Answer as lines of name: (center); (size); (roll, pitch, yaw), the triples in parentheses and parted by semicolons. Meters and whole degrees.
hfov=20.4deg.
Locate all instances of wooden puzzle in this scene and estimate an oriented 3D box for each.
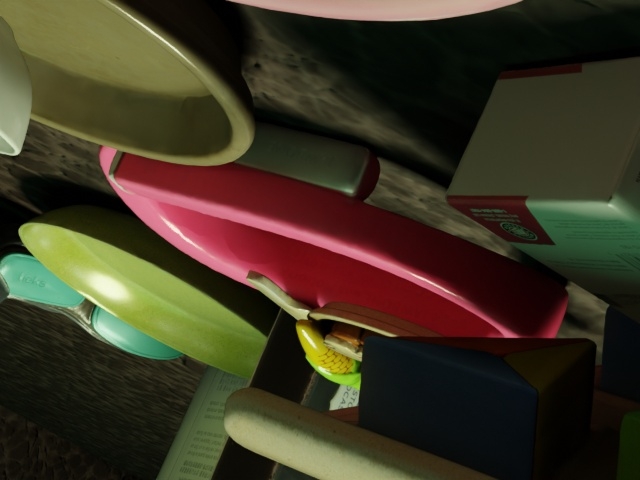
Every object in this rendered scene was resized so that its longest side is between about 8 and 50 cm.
wooden puzzle: (0.183, 0.086, 0.777); (0.348, 0.080, 0.322); (1, -171, -40)

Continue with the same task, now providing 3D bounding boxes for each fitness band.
fitness band: (0.000, 0.000, 0.999); (0.291, 0.054, 0.209); (16, 165, 35)

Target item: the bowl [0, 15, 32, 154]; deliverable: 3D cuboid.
bowl: (-0.201, -0.100, 0.785); (0.142, 0.053, 0.142); (17, 166, 29)

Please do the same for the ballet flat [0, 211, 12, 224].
ballet flat: (-0.264, 0.010, 1.556); (0.057, 0.049, 0.173); (-17, 168, -3)

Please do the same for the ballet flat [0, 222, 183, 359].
ballet flat: (-0.194, 0.037, 1.481); (0.203, 0.074, 0.074); (25, 168, -32)

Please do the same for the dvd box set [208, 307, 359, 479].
dvd box set: (0.073, 0.251, 1.303); (0.062, 0.308, 0.420); (8, 158, 45)

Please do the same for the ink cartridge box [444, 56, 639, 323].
ink cartridge box: (0.143, -0.007, 0.691); (0.150, 0.063, 0.109); (30, 167, -26)

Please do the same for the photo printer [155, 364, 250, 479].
photo printer: (-0.058, 0.230, 1.448); (0.107, 0.307, 0.256); (30, 165, -23)

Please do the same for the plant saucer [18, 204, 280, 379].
plant saucer: (-0.115, 0.036, 1.350); (0.241, 0.037, 0.241); (25, 164, 8)

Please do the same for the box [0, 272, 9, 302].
box: (-0.492, 0.078, 1.337); (0.293, 0.395, 0.212); (13, 144, 41)

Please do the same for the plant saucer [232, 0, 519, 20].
plant saucer: (-0.071, -0.167, 0.398); (0.332, 0.084, 0.332); (22, 166, 6)

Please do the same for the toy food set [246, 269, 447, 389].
toy food set: (0.049, 0.075, 1.035); (0.192, 0.038, 0.132); (16, 168, 29)

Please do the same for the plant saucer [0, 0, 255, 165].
plant saucer: (-0.152, -0.116, 0.838); (0.278, 0.041, 0.278); (22, 167, 5)
